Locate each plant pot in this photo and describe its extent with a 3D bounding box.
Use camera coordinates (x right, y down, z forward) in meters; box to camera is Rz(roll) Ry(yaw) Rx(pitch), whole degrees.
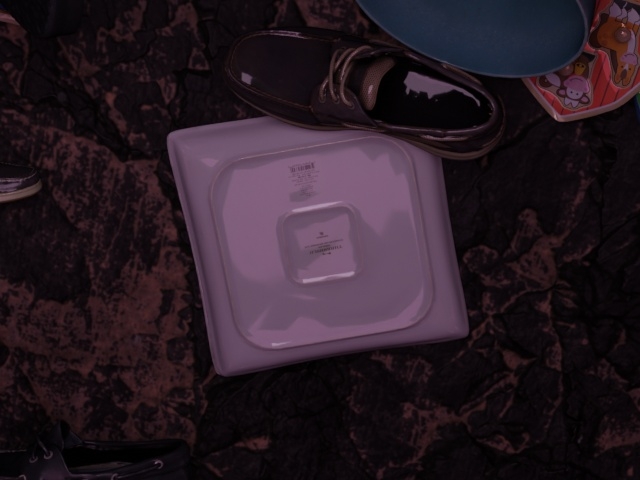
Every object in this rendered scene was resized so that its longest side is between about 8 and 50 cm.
[{"bbox_3d":[0.194,-0.349,1.510,0.290,0.290,0.195,25,69,-7],"label":"plant pot"}]

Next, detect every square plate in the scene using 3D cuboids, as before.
[{"bbox_3d":[0.000,0.000,1.705,0.347,0.049,0.344,-10,106,3],"label":"square plate"}]

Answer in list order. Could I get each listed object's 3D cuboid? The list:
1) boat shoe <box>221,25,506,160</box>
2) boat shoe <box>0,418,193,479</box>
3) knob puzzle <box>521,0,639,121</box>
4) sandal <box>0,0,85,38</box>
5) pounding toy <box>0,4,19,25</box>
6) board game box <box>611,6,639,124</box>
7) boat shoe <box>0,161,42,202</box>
[{"bbox_3d":[0.056,-0.194,1.584,0.355,0.130,0.132,11,82,1],"label":"boat shoe"},{"bbox_3d":[-0.334,0.295,1.756,0.340,0.127,0.113,8,105,-3],"label":"boat shoe"},{"bbox_3d":[0.322,-0.234,1.619,0.213,0.030,0.213,6,113,15],"label":"knob puzzle"},{"bbox_3d":[-0.360,-0.382,1.479,0.107,0.446,0.167,-19,145,-32],"label":"sandal"},{"bbox_3d":[-0.332,-0.321,1.587,0.141,0.100,0.130,13,106,-3],"label":"pounding toy"},{"bbox_3d":[0.481,-0.247,1.633,0.211,0.039,0.160,-18,105,5],"label":"board game box"},{"bbox_3d":[-0.466,-0.093,1.667,0.223,0.080,0.073,3,111,4],"label":"boat shoe"}]
